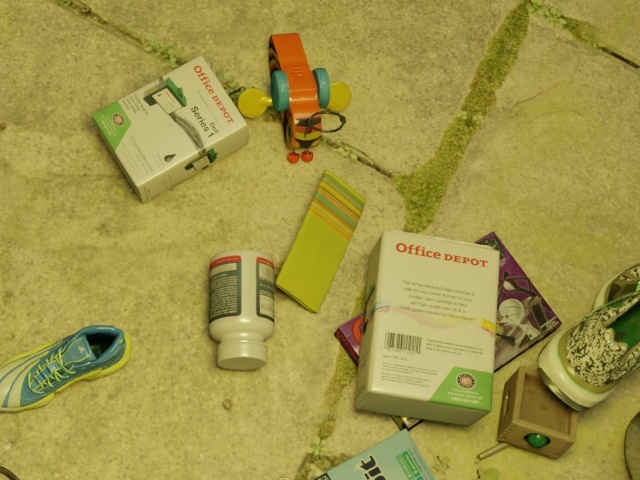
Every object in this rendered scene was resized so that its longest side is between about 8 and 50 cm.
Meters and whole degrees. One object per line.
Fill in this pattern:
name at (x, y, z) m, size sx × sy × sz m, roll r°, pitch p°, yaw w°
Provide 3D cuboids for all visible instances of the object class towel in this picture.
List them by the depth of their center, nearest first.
towel at (0.000, 0.000, 2.017) m, size 0.102 × 0.021 × 0.237 m, roll 38°, pitch 62°, yaw -28°

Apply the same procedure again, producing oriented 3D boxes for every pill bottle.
pill bottle at (-0.129, 0.114, 1.919) m, size 0.107 × 0.108 × 0.180 m, roll 3°, pitch 67°, yaw -11°

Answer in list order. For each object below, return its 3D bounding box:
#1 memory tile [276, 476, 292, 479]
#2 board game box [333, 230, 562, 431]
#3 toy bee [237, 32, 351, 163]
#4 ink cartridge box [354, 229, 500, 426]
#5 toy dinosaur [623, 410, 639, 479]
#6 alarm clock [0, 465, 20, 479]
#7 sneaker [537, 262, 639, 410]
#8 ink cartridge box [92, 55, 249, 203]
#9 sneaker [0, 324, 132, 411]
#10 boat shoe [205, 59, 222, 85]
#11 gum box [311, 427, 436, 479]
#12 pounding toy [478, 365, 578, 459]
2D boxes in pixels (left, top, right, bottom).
memory tile at (-0.045, 0.455, 1.846) m, size 0.113 × 0.012 × 0.148 m, roll -40°, pitch 80°, yaw -23°
board game box at (0.221, 0.151, 2.012) m, size 0.346 × 0.056 × 0.208 m, roll -31°, pitch 73°, yaw -21°
toy bee at (-0.049, -0.225, 2.072) m, size 0.195 × 0.162 × 0.298 m, roll 9°, pitch 41°, yaw 1°
ink cartridge box at (0.174, 0.143, 1.916) m, size 0.201 × 0.117 × 0.278 m, roll 10°, pitch 67°, yaw -8°
toy dinosaur at (0.562, 0.370, 1.952) m, size 0.160 × 0.121 × 0.314 m, roll 13°, pitch 69°, yaw -21°
alarm clock at (-0.481, 0.403, 1.748) m, size 0.192 × 0.064 × 0.129 m, roll 8°, pitch 66°, yaw -6°
sneaker at (0.540, 0.132, 1.982) m, size 0.158 × 0.182 × 0.410 m, roll 48°, pitch 47°, yaw 6°
ink cartridge box at (-0.252, -0.191, 2.011) m, size 0.219 × 0.092 × 0.160 m, roll -32°, pitch 77°, yaw -11°
sneaker at (-0.406, 0.184, 1.820) m, size 0.240 × 0.126 × 0.091 m, roll -24°, pitch 74°, yaw -20°
boat shoe at (-0.193, -0.275, 2.108) m, size 0.035 × 0.035 × 0.100 m, roll 4°, pitch 69°, yaw -19°
gum box at (0.097, 0.410, 1.873) m, size 0.184 × 0.041 × 0.157 m, roll -24°, pitch 75°, yaw -23°
pounding toy at (0.347, 0.302, 1.958) m, size 0.130 × 0.100 × 0.141 m, roll 18°, pitch 55°, yaw -5°
